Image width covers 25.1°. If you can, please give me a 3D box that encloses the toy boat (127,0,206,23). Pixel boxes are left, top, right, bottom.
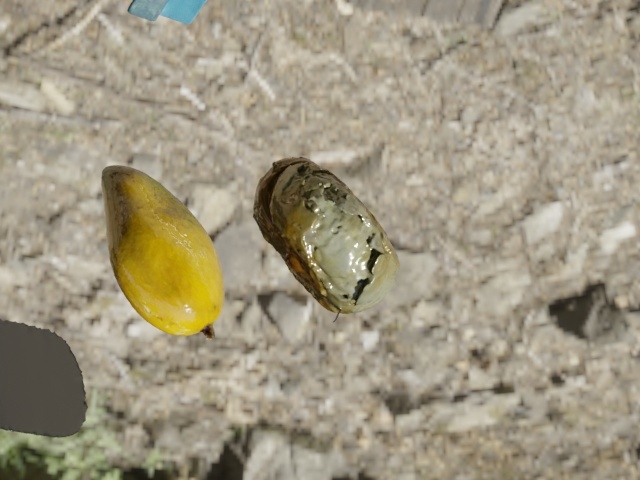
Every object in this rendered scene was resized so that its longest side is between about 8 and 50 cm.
[{"bbox_3d":[-0.162,-0.229,1.182,0.173,0.059,0.069,19,143,-23],"label":"toy boat"}]

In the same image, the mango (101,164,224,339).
[{"bbox_3d":[-0.244,0.017,2.187,0.176,0.317,0.119,-10,156,-44],"label":"mango"}]

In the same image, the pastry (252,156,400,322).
[{"bbox_3d":[0.003,-0.004,1.227,0.081,0.153,0.153,-37,133,-4],"label":"pastry"}]

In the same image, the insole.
[{"bbox_3d":[-0.252,0.068,0.874,0.007,0.109,0.322,-24,156,26],"label":"insole"}]
